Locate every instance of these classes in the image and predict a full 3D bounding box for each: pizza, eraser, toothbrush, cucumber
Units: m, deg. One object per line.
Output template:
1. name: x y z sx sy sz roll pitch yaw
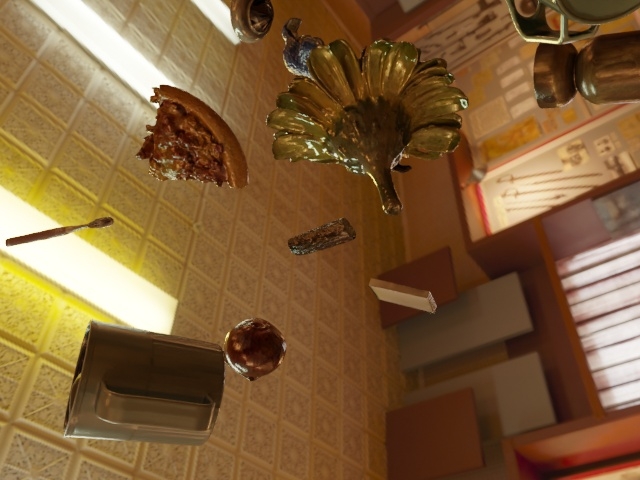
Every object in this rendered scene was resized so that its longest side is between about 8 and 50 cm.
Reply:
1. pizza: -0.301 -0.198 1.306 0.289 0.229 0.081 52 -154 -23
2. eraser: 0.200 0.134 1.433 0.023 0.151 0.104 -69 -28 -19
3. toothbrush: -0.609 -0.017 1.354 0.029 0.354 0.024 -23 -78 -62
4. cucumber: 0.001 0.003 1.817 0.078 0.212 0.062 49 -150 -34

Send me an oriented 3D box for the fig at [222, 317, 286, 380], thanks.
1. fig: -0.208 0.342 1.834 0.205 0.205 0.205 41 -145 -37

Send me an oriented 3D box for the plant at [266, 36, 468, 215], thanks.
1. plant: 0.097 -0.157 0.956 0.296 0.306 0.261 63 -160 17

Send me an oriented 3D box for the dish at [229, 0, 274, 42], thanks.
1. dish: -0.149 -0.561 1.469 0.141 0.078 0.141 -29 -53 -48

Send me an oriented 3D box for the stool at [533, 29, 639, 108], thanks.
1. stool: 0.709 -0.439 1.531 0.179 0.264 0.178 -10 -78 -55

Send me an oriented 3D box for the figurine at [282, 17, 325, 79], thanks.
1. figurine: -0.024 -0.479 1.588 0.164 0.121 0.262 31 -160 -42

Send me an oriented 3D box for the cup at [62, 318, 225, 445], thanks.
1. cup: -0.385 0.319 1.338 0.312 0.331 0.256 14 -122 -23

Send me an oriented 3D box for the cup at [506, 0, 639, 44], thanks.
1. cup: 0.511 -0.607 1.201 0.401 0.310 0.392 42 -158 -41
